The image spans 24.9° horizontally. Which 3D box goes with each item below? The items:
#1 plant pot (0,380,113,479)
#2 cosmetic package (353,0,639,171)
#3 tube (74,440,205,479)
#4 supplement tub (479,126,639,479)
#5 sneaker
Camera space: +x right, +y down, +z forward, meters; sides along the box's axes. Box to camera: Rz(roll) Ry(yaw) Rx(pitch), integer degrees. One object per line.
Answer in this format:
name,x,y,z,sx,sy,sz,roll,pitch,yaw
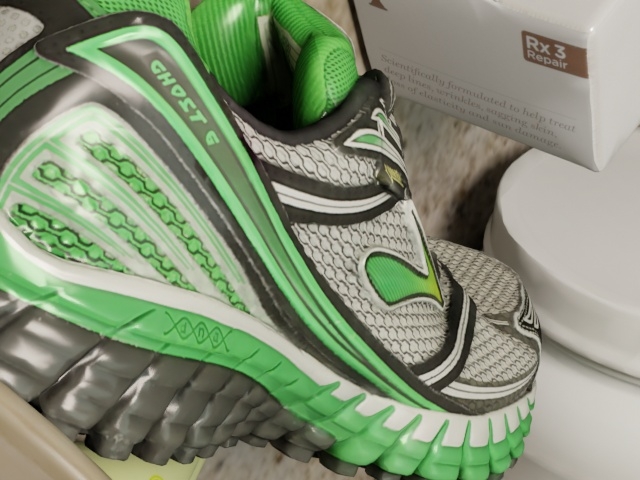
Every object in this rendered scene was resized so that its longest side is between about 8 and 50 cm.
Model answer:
plant pot,-0.155,0.192,0.244,0.280,0.323,0.323,-38,151,9
cosmetic package,0.125,-0.145,0.617,0.231,0.117,0.085,-49,145,-24
tube,-0.107,0.098,0.490,0.070,0.062,0.240,-25,158,12
supplement tub,0.169,0.122,0.771,0.228,0.228,0.316,-32,137,-44
sneaker,0.000,0.000,0.508,0.343,0.134,0.146,19,95,-60
